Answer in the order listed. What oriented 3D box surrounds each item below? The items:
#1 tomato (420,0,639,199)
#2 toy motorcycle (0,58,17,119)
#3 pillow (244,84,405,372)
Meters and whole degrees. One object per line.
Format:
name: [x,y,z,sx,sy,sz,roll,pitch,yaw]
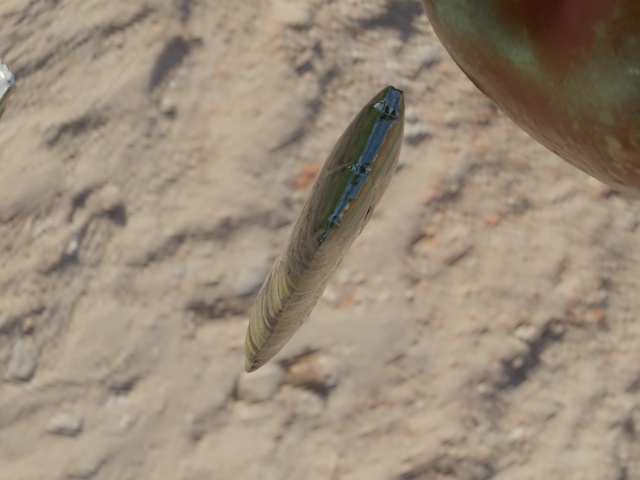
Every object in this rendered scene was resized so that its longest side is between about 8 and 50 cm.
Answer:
tomato: [0.166,-0.148,0.682,0.222,0.270,0.270,-11,105,-41]
toy motorcycle: [-0.266,-0.020,1.107,0.074,0.151,0.229,39,98,28]
pillow: [0.000,0.000,1.071,0.038,0.203,0.113,27,63,-1]
